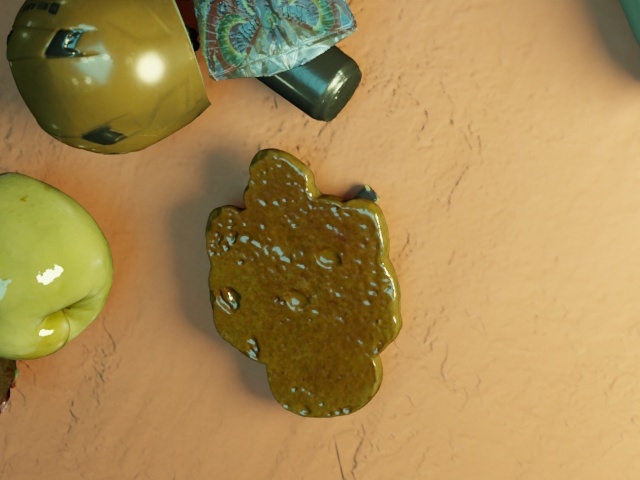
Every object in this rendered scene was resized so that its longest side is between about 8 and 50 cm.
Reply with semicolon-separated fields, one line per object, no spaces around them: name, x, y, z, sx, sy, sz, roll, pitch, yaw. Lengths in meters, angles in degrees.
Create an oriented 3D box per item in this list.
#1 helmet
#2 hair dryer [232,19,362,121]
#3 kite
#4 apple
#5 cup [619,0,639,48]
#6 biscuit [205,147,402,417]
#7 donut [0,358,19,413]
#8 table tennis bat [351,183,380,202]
helmet;-0.225;-0.166;0.983;0.224;0.130;0.198;4;123;34
hair dryer;0.028;-0.239;0.949;0.114;0.070;0.248;38;104;8
kite;-0.080;-0.287;0.904;0.152;0.015;0.285;-17;101;19
apple;-0.315;0.027;1.070;0.200;0.200;0.200;5;106;18
cup;0.301;-0.222;0.819;0.134;0.148;0.235;-5;110;54
biscuit;-0.019;0.045;1.030;0.209;0.041;0.290;-5;105;22
donut;-0.438;0.096;1.089;0.103;0.270;0.269;-30;93;12
table tennis bat;0.000;0.000;1.039;0.158;0.014;0.095;-43;87;25
